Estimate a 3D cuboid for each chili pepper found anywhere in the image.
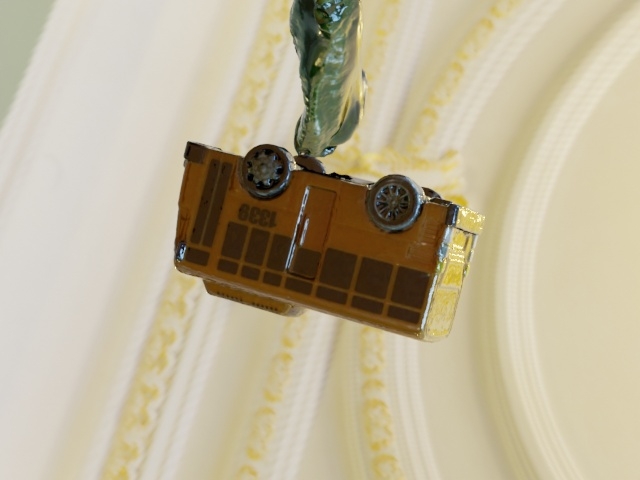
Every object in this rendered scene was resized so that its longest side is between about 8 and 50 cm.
[{"bbox_3d":[0.005,-0.141,1.079,0.062,0.216,0.108,-1,-110,2],"label":"chili pepper"}]

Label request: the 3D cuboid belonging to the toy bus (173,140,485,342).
[{"bbox_3d":[0.000,0.000,0.958,0.201,0.098,0.114,15,-89,18],"label":"toy bus"}]
